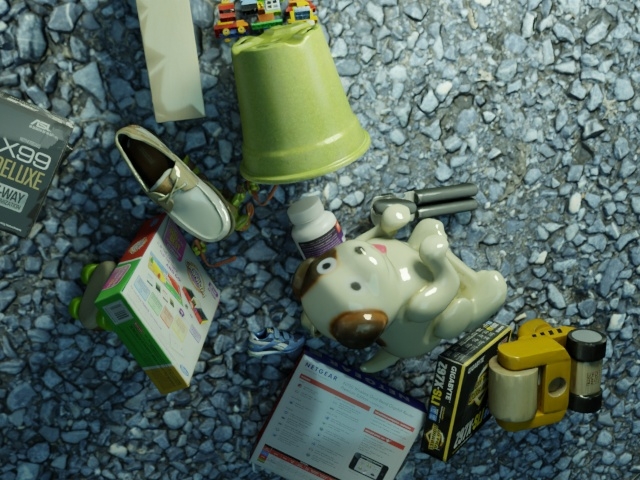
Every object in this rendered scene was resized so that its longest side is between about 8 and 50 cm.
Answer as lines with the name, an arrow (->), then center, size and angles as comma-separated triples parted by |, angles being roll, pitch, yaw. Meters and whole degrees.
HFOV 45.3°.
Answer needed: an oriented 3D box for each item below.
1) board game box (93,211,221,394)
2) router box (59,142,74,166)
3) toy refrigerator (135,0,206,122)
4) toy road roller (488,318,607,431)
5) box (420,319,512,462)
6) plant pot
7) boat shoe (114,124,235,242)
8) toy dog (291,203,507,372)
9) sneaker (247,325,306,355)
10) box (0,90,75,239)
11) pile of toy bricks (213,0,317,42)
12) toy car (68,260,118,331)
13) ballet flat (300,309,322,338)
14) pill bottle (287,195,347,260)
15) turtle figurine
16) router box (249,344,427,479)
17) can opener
board game box -> -0.317, 0.120, 1.566 | 0.064, 0.316, 0.242 | -21, 115, 17
router box -> -0.603, -0.188, 1.518 | 0.179, 0.046, 0.133 | 40, 93, -24
toy refrigerator -> -0.297, -0.380, 1.524 | 0.102, 0.094, 0.269 | -9, 110, -7
toy road roller -> 0.540, 0.317, 1.929 | 0.330, 0.240, 0.202 | -9, 110, -18
box -> 0.362, 0.361, 1.885 | 0.322, 0.079, 0.257 | -17, 121, -56
plant pot -> -0.058, -0.284, 1.517 | 0.276, 0.276, 0.254 | -19, 117, -10
boat shoe -> -0.301, -0.108, 1.535 | 0.302, 0.103, 0.113 | 43, 99, 5
toy dog -> 0.125, 0.107, 1.634 | 0.408, 0.284, 0.395 | 11, 127, -51
sneaker -> -0.103, 0.234, 1.812 | 0.144, 0.053, 0.059 | -7, 108, -16
box -> -0.654, -0.171, 1.441 | 0.307, 0.076, 0.242 | 23, 100, -20
pile of toy bricks -> -0.116, -0.479, 1.552 | 0.212, 0.118, 0.105 | -8, 72, -3
toy car -> -0.408, 0.137, 1.637 | 0.188, 0.155, 0.149 | 26, 77, -42
ballet flat -> 0.073, 0.161, 1.825 | 0.248, 0.086, 0.086 | -26, 114, -7
pill bottle -> 0.000, 0.000, 1.733 | 0.108, 0.108, 0.193 | -29, 114, -6
turtle figurine -> -0.221, -0.090, 1.645 | 0.217, 0.087, 0.269 | 36, 110, -14
router box -> 0.044, 0.464, 1.856 | 0.335, 0.082, 0.301 | 27, 98, -3
can opener -> 0.247, -0.080, 1.797 | 0.280, 0.093, 0.074 | -10, 112, -19
